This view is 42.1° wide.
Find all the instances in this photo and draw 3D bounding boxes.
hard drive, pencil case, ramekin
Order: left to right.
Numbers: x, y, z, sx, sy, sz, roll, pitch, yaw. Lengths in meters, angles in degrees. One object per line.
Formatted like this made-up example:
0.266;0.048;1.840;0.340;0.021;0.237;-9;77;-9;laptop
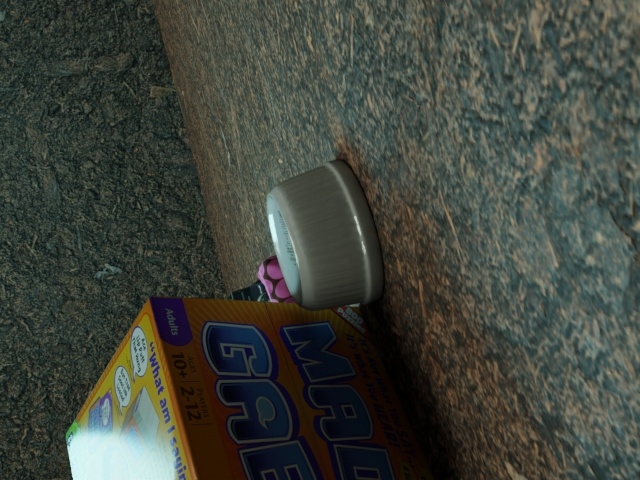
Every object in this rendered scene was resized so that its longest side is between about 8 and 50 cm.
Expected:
-0.137;0.181;2.200;0.255;0.054;0.172;143;110;-78;hard drive
-0.060;0.119;1.633;0.095;0.098;0.209;85;165;-45;pencil case
0.000;0.000;1.152;0.207;0.109;0.207;164;90;-79;ramekin

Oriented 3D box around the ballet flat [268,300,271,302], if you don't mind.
-0.062;0.141;1.758;0.206;0.073;0.067;32;137;60;ballet flat

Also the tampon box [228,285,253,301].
-0.200;0.199;2.407;0.161;0.101;0.120;133;121;-78;tampon box

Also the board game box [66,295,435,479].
-0.110;0.332;1.184;0.356;0.356;0.356;-53;46;36;board game box

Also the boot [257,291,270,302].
-0.086;0.228;1.944;0.178;0.085;0.236;147;107;-76;boot
